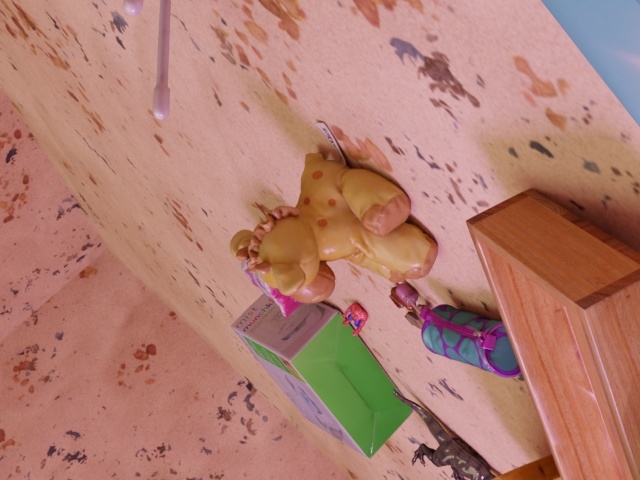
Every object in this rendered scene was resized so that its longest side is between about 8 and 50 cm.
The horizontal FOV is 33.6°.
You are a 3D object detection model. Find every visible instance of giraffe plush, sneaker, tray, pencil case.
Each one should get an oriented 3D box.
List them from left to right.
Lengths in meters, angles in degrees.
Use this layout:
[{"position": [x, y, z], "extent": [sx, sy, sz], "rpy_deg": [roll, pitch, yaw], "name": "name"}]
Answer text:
[{"position": [-0.074, 0.030, 1.619], "extent": [0.111, 0.103, 0.252], "rpy_deg": [41, 163, 16], "name": "sneaker"}, {"position": [0.000, 0.000, 1.202], "extent": [0.210, 0.170, 0.181], "rpy_deg": [50, 165, -10], "name": "giraffe plush"}, {"position": [0.175, 0.112, 1.213], "extent": [0.070, 0.064, 0.152], "rpy_deg": [36, 170, -22], "name": "pencil case"}, {"position": [0.258, 0.170, 0.905], "extent": [0.410, 0.076, 0.203], "rpy_deg": [65, 173, -24], "name": "tray"}]

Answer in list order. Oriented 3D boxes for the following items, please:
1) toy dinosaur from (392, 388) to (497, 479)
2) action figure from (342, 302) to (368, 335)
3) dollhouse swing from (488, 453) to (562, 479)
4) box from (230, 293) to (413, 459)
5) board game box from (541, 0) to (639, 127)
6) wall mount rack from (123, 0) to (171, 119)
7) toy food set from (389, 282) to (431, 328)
[{"position": [0.212, 0.357, 1.753], "extent": [0.268, 0.064, 0.118], "rpy_deg": [43, 150, 17], "name": "toy dinosaur"}, {"position": [0.054, 0.123, 1.651], "extent": [0.038, 0.030, 0.115], "rpy_deg": [49, 164, 12], "name": "action figure"}, {"position": [0.366, 0.399, 1.235], "extent": [0.315, 0.305, 0.346], "rpy_deg": [6, -124, -60], "name": "dollhouse swing"}, {"position": [0.002, 0.222, 1.863], "extent": [0.231, 0.127, 0.262], "rpy_deg": [19, 150, 57], "name": "box"}, {"position": [0.231, -0.104, 0.481], "extent": [0.336, 0.079, 0.254], "rpy_deg": [49, 165, -8], "name": "board game box"}, {"position": [-0.216, -0.306, 1.068], "extent": [0.304, 0.130, 0.350], "rpy_deg": [48, 167, 15], "name": "wall mount rack"}, {"position": [0.120, 0.084, 1.389], "extent": [0.078, 0.019, 0.122], "rpy_deg": [50, 173, -9], "name": "toy food set"}]
